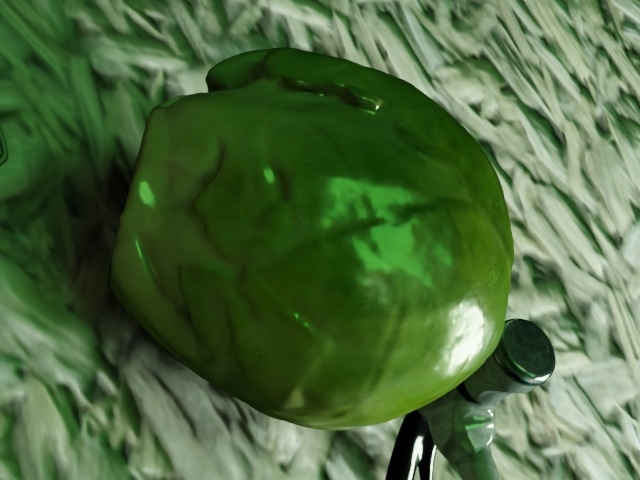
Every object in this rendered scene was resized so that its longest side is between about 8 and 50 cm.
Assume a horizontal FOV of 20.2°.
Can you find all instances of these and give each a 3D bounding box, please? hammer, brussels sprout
[{"bbox_3d":[0.141,0.259,1.043,0.044,0.152,0.427,4,54,-36],"label":"hammer"},{"bbox_3d":[0.000,0.000,1.050,0.244,0.244,0.244,31,45,-37],"label":"brussels sprout"}]

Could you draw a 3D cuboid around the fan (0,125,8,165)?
[{"bbox_3d":[-0.223,-0.056,0.968,0.132,0.009,0.220,13,56,-44],"label":"fan"}]
